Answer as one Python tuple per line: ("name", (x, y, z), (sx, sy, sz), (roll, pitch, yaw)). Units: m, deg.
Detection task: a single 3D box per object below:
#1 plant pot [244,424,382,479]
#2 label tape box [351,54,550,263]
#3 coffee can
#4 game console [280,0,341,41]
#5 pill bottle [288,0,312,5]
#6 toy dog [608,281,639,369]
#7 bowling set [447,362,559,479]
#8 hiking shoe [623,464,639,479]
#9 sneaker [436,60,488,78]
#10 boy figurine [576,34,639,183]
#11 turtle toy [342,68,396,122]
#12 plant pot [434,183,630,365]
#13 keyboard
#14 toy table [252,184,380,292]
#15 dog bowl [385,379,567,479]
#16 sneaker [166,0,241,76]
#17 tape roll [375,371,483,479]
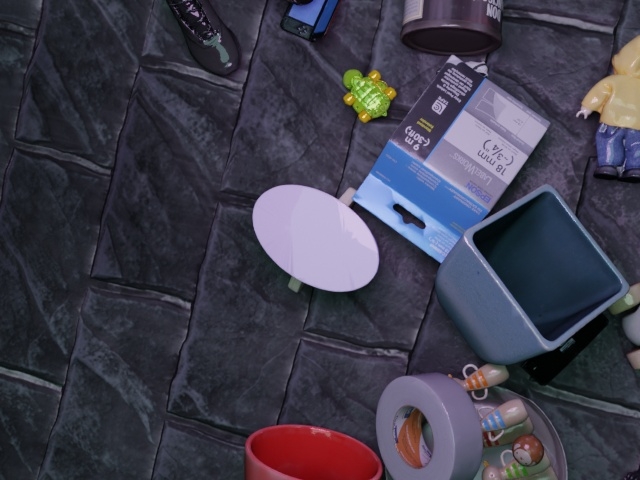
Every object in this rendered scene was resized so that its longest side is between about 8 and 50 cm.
("plant pot", (-0.031, 0.530, 1.589), (0.274, 0.275, 0.243), (11, 99, 9))
("label tape box", (0.255, -0.156, 1.582), (0.240, 0.106, 0.334), (36, 80, 4))
("coffee can", (0.269, -0.528, 1.602), (0.201, 0.201, 0.276), (5, 88, 9))
("game console", (-0.012, -0.503, 1.704), (0.124, 0.085, 0.144), (25, 91, 9))
("pill bottle", (-0.103, -0.583, 1.686), (0.219, 0.123, 0.123), (30, 93, 27))
("toy dog", (0.704, 0.113, 1.527), (0.220, 0.161, 0.334), (44, 95, 8))
("bowling set", (0.316, 0.367, 1.464), (0.154, 0.200, 0.287), (-26, 80, 8))
("hiking shoe", (0.682, 0.452, 1.567), (0.114, 0.086, 0.227), (34, 99, -5))
("sneaker", (0.296, -0.350, 1.678), (0.109, 0.040, 0.044), (4, 56, 16))
("boy figurine", (0.599, -0.262, 1.595), (0.177, 0.092, 0.285), (5, 88, 9))
("turtle toy", (0.096, -0.308, 1.688), (0.095, 0.066, 0.130), (-41, 82, 5))
("plant pot", (0.362, 0.091, 1.520), (0.247, 0.252, 0.248), (-28, 77, -30))
("keyboard", (0.483, 0.197, 1.631), (0.100, 0.038, 0.192), (43, 94, -15))
("toy table", (0.000, 0.000, 1.644), (0.274, 0.161, 0.252), (44, 95, 9))
("dog bowl", (0.306, 0.445, 1.607), (0.348, 0.102, 0.349), (0, 88, 9))
("sneaker", (-0.271, -0.478, 1.722), (0.109, 0.130, 0.286), (-33, 84, 4))
("tape roll", (0.195, 0.353, 1.473), (0.072, 0.219, 0.219), (-1, 87, -33))
